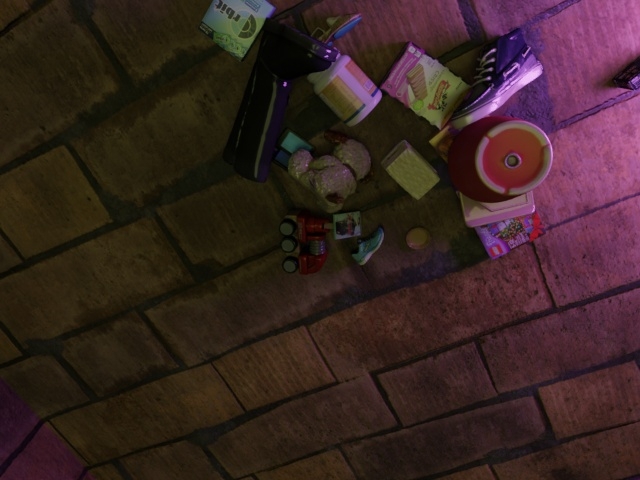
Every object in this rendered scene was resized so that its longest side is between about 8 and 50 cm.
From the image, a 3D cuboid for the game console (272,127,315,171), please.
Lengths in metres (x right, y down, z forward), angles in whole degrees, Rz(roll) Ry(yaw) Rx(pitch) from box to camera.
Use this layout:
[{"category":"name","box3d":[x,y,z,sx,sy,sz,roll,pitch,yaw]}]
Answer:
[{"category":"game console","box3d":[-0.095,-0.288,1.479,0.122,0.107,0.071,33,140,-10]}]

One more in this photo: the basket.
[{"category":"basket","box3d":[0.291,-0.225,1.462,0.167,0.103,0.113,41,109,-13]}]

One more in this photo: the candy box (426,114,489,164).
[{"category":"candy box","box3d":[0.446,-0.342,1.429,0.187,0.053,0.109,-39,106,20]}]

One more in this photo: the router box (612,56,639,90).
[{"category":"router box","box3d":[0.932,-0.494,1.309,0.122,0.092,0.038,-41,105,18]}]

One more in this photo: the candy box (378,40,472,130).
[{"category":"candy box","box3d":[0.315,-0.467,1.372,0.233,0.071,0.159,30,112,-10]}]

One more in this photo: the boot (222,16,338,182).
[{"category":"boot","box3d":[-0.136,-0.371,1.297,0.146,0.367,0.445,13,113,-30]}]

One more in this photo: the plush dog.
[{"category":"plush dog","box3d":[0.063,-0.222,1.434,0.225,0.211,0.262,-51,123,-8]}]

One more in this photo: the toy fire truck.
[{"category":"toy fire truck","box3d":[0.000,0.000,1.573,0.246,0.158,0.217,3,114,13]}]

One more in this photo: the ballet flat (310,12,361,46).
[{"category":"ballet flat","box3d":[0.024,-0.612,1.330,0.206,0.073,0.067,-37,92,14]}]

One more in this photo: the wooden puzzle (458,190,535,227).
[{"category":"wooden puzzle","box3d":[0.551,-0.178,1.441,0.221,0.044,0.238,-14,103,10]}]

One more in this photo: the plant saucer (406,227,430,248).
[{"category":"plant saucer","box3d":[0.346,-0.010,1.602,0.083,0.015,0.083,2,114,4]}]

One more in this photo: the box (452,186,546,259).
[{"category":"box","box3d":[0.603,-0.101,1.522,0.201,0.057,0.293,-29,108,15]}]

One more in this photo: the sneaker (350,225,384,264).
[{"category":"sneaker","box3d":[0.166,0.012,1.599,0.073,0.063,0.162,34,111,-7]}]

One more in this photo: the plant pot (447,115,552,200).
[{"category":"plant pot","box3d":[0.515,-0.229,1.281,0.275,0.243,0.274,1,100,8]}]

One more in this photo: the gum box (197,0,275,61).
[{"category":"gum box","box3d":[-0.249,-0.659,1.338,0.157,0.041,0.184,35,112,-12]}]

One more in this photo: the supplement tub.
[{"category":"supplement tub","box3d":[0.070,-0.457,1.351,0.200,0.144,0.144,43,109,-14]}]

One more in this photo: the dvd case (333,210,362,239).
[{"category":"dvd case","box3d":[0.093,-0.053,1.547,0.119,0.013,0.087,-10,101,-38]}]

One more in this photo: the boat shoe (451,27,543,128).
[{"category":"boat shoe","box3d":[0.474,-0.465,1.289,0.340,0.127,0.158,-38,104,-18]}]
